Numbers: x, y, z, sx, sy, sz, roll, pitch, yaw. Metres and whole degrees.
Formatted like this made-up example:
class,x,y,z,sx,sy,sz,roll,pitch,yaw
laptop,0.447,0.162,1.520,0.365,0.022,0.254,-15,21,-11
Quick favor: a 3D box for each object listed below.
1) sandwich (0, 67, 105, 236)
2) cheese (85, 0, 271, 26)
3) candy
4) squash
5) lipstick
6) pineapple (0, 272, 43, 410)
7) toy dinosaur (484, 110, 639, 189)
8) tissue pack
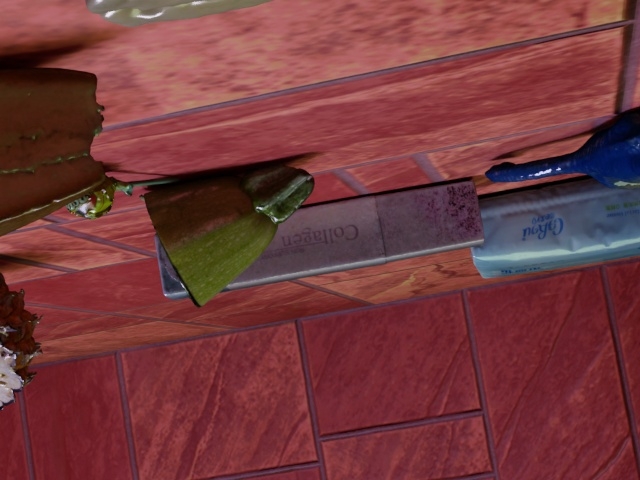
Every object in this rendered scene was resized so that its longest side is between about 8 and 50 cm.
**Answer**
class,x,y,z,sx,sy,sz,roll,pitch,yaw
sandwich,-0.221,-0.031,0.757,0.244,0.090,0.088,-15,174,39
cheese,0.003,-0.117,0.552,0.194,0.043,0.065,-10,172,-1
candy,-0.146,-0.039,1.069,0.035,0.035,0.123,22,-161,27
squash,-0.065,-0.021,1.144,0.132,0.105,0.105,-28,172,1
lipstick,0.000,0.000,1.407,0.317,0.066,0.068,-10,173,2
pineapple,-0.356,0.078,1.425,0.176,0.137,0.161,-6,131,14
toy dinosaur,0.234,-0.070,1.173,0.188,0.075,0.247,-3,180,4
tissue pack,0.295,-0.018,1.569,0.263,0.089,0.177,-11,171,9
